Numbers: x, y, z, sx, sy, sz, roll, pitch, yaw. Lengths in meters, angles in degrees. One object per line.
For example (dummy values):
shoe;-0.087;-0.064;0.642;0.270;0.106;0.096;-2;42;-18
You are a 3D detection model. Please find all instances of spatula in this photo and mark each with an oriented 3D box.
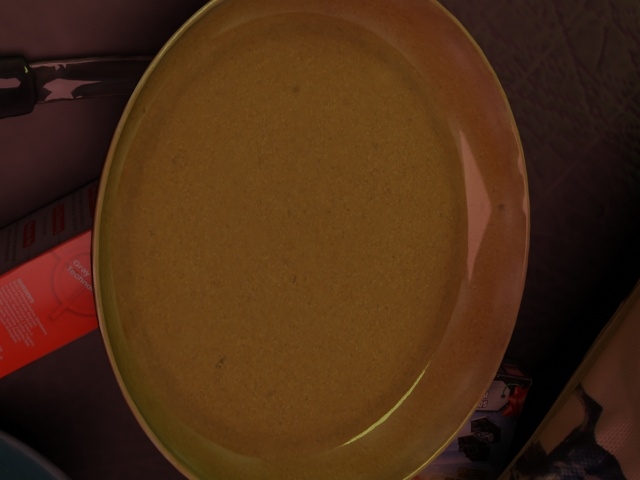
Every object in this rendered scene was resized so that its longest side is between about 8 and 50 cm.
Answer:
spatula;-0.103;-0.069;0.544;0.296;0.030;0.084;-8;111;-9

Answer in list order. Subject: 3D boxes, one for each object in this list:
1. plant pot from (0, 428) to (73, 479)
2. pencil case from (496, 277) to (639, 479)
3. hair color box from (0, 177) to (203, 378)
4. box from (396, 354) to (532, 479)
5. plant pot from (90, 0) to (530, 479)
plant pot;-0.228;0.241;0.509;0.271;0.272;0.255;7;119;-14
pencil case;0.145;0.139;0.575;0.183;0.160;0.410;38;93;23
hair color box;-0.126;0.019;0.546;0.141;0.072;0.043;-28;111;-1
box;0.028;0.096;0.626;0.137;0.027;0.094;11;106;-15
plant pot;0.000;0.000;0.541;0.236;0.032;0.236;-4;97;-39
